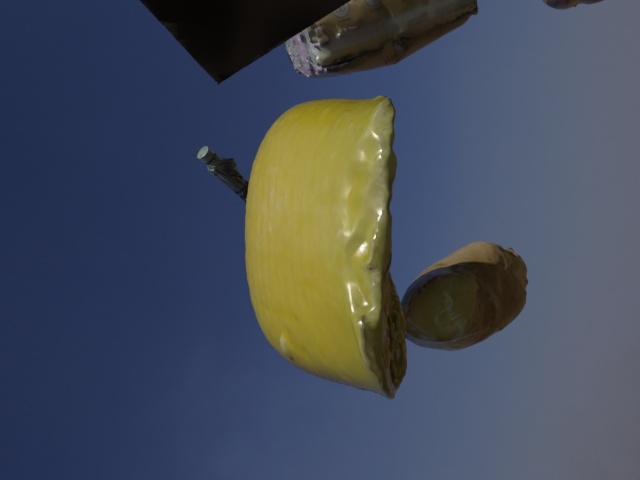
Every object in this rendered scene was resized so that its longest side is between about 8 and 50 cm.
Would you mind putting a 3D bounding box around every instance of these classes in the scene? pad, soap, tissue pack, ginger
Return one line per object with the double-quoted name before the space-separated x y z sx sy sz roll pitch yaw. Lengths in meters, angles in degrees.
"pad" -0.026 -0.339 0.927 0.007 0.367 0.247 64 -170 31
"soap" 0.003 0.000 0.891 0.427 0.115 0.306 -167 74 -68
"tissue pack" 0.085 -0.323 1.209 0.215 0.256 0.123 -137 29 -73
"ginger" 0.210 0.087 1.203 0.267 0.152 0.138 -23 -97 -46

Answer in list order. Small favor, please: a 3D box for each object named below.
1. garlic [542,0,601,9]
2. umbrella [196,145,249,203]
"garlic" 0.432 -0.507 1.393 0.160 0.245 0.245 93 -164 -52
"umbrella" -0.172 -0.125 1.633 0.050 0.046 0.188 -52 -55 -8
